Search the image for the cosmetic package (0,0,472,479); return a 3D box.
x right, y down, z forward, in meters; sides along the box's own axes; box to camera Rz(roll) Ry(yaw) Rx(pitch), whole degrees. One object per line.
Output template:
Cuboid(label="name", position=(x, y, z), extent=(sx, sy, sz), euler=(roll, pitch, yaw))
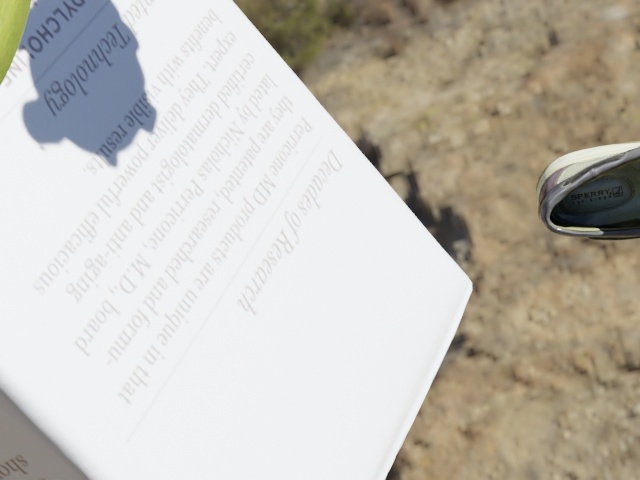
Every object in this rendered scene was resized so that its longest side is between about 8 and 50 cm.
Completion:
Cuboid(label="cosmetic package", position=(-0.191, 0.039, 1.000), extent=(0.329, 0.394, 0.327), euler=(-28, 21, 38))

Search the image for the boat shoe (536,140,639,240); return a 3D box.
Cuboid(label="boat shoe", position=(0.256, -0.041, 1.208), extent=(0.223, 0.080, 0.073), euler=(-14, 19, 16))

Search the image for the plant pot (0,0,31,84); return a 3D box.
Cuboid(label="plant pot", position=(-0.241, -0.146, 0.583), extent=(0.274, 0.275, 0.293), euler=(-25, -6, -9))
